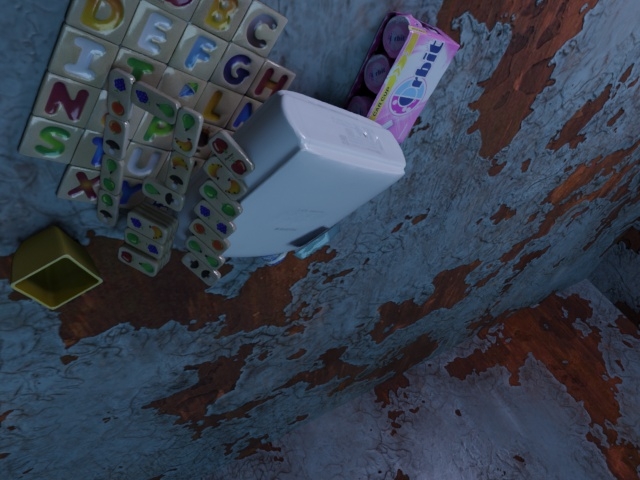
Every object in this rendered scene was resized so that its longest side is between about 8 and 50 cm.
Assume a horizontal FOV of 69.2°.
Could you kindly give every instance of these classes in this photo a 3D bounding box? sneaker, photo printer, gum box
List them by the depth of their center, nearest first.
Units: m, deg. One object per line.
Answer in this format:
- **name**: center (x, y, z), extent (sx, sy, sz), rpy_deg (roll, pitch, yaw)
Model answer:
- **photo printer**: center (-0.061, -0.070, 0.693), extent (0.307, 0.107, 0.256), rpy_deg (-33, 159, 34)
- **gum box**: center (0.119, -0.248, 0.720), extent (0.107, 0.062, 0.188), rpy_deg (-5, 138, -37)
- **sneaker**: center (-0.068, -0.005, 0.889), extent (0.135, 0.052, 0.058), rpy_deg (-43, 142, 13)

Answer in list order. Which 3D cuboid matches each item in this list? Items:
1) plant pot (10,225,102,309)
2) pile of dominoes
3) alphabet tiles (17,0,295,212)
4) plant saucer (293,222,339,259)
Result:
- **plant pot**: center (-0.368, 0.029, 0.643), extent (0.081, 0.083, 0.081), rpy_deg (-30, 146, -5)
- **pile of dominoes**: center (-0.197, -0.054, 0.581), extent (0.251, 0.196, 0.040), rpy_deg (-63, 179, 38)
- **alphabet tiles**: center (-0.196, -0.169, 0.600), extent (0.285, 0.011, 0.342), rpy_deg (9, 128, -46)
- **plant saucer**: center (0.000, 0.000, 0.824), extent (0.067, 0.018, 0.192), rpy_deg (-35, 180, 10)
